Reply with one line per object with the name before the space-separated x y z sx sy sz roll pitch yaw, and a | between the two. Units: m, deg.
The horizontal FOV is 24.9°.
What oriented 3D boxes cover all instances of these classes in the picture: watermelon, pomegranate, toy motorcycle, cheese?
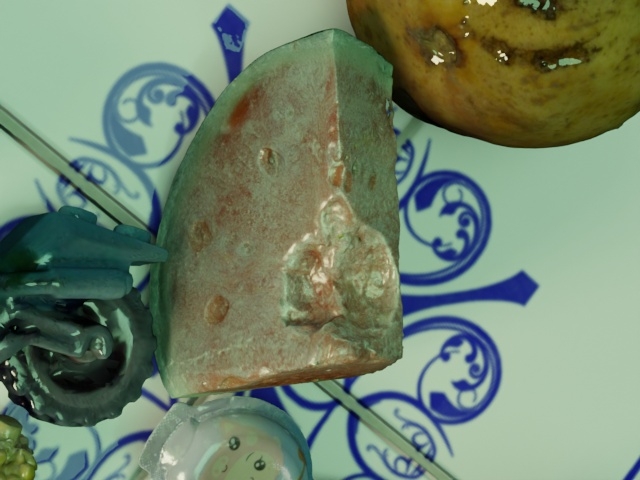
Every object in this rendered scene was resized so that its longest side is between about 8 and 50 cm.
watermelon | 0.000 0.000 1.125 0.148 0.226 0.318 9 112 -42
pomegranate | 0.156 -0.210 1.134 0.281 0.281 0.281 -2 95 -20
toy motorcycle | -0.290 -0.013 1.039 0.416 0.172 0.232 20 75 -28
cheese | -0.046 0.212 1.204 0.245 0.052 0.135 37 85 -30

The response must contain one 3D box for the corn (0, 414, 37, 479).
corn | -0.292 0.270 1.103 0.086 0.086 0.288 22 88 -21
